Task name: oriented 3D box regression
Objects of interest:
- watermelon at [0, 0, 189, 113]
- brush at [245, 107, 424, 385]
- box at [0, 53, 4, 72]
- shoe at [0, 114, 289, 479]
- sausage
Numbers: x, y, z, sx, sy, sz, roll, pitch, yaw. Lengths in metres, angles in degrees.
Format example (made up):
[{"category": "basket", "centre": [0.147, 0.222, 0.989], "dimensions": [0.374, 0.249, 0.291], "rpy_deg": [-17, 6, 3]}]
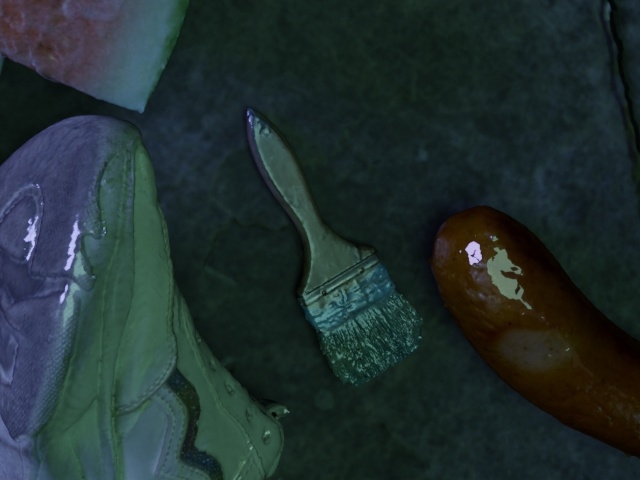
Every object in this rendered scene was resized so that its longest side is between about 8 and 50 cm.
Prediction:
[{"category": "watermelon", "centre": [-0.202, -0.191, 0.904], "dimensions": [0.257, 0.193, 0.140], "rpy_deg": [11, 122, -20]}, {"category": "brush", "centre": [0.000, 0.000, 1.053], "dimensions": [0.070, 0.021, 0.196], "rpy_deg": [-31, 105, -12]}, {"category": "box", "centre": [-0.285, -0.029, 0.942], "dimensions": [0.155, 0.067, 0.243], "rpy_deg": [17, 93, -16]}, {"category": "shoe", "centre": [-0.110, 0.094, 0.973], "dimensions": [0.210, 0.132, 0.342], "rpy_deg": [-2, 105, -40]}, {"category": "sausage", "centre": [0.194, 0.082, 1.093], "dimensions": [0.302, 0.076, 0.103], "rpy_deg": [29, 81, -19]}]
